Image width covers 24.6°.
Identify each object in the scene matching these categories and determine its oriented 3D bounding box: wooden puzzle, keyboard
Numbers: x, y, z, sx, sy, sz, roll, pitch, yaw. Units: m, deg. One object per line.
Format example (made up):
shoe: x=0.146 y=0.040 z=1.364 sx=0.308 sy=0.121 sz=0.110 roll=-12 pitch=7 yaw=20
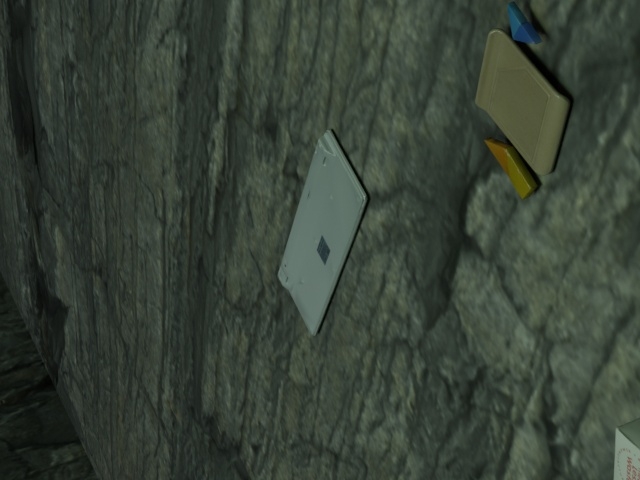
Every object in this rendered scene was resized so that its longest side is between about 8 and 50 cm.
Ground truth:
wooden puzzle: x=0.123 y=-0.084 z=0.891 sx=0.078 sy=0.014 sz=0.116 roll=55 pitch=155 yaw=25
keyboard: x=0.000 y=0.000 z=1.285 sx=0.072 sy=0.014 sz=0.256 roll=57 pitch=157 yaw=20

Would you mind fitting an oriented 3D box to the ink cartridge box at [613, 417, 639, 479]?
ink cartridge box: x=0.190 y=0.119 z=0.658 sx=0.061 sy=0.181 sz=0.104 roll=45 pitch=148 yaw=49
